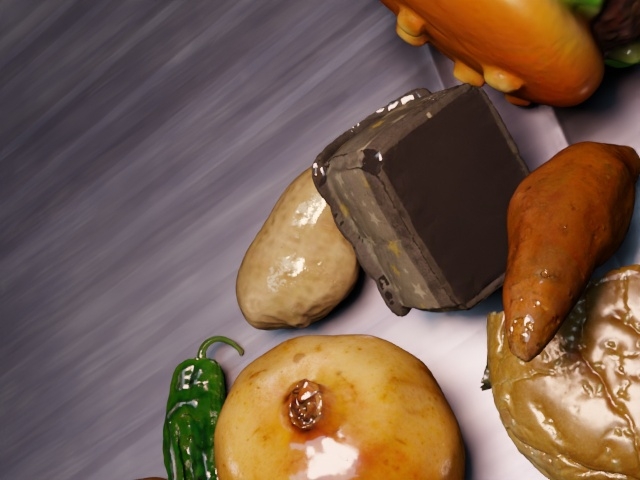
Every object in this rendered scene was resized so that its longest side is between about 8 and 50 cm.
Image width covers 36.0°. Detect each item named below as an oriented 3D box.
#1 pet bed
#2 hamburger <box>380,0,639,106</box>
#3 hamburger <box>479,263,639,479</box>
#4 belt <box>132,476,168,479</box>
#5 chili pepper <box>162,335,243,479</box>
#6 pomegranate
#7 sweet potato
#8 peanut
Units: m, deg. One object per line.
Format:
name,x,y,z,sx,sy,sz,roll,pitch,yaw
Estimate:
pet bed,0.111,-0.039,1.044,0.183,0.210,0.159,-38,15,-22
hamburger,0.169,-0.323,1.007,0.396,0.396,0.277,43,98,28
hamburger,0.301,0.144,0.960,0.309,0.132,0.211,-11,68,21
belt,-0.205,0.323,1.214,0.083,0.036,0.059,6,86,27
chili pepper,-0.143,0.244,1.188,0.100,0.074,0.256,-11,77,20
pomegranate,0.016,0.212,1.012,0.264,0.264,0.264,-7,74,24
sweet potato,0.237,-0.020,0.950,0.112,0.359,0.112,19,128,27
peanut,0.000,0.000,1.153,0.137,0.122,0.253,26,85,30
